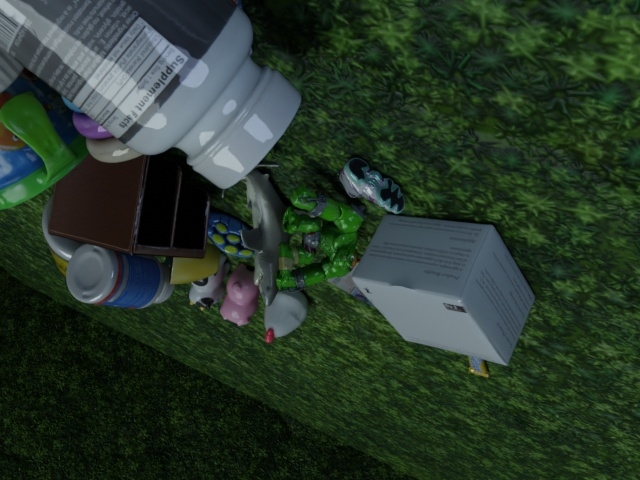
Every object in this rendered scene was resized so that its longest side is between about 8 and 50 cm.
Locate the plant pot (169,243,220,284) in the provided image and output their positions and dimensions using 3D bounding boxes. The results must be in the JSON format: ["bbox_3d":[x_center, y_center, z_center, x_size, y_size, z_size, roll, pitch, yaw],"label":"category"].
[{"bbox_3d":[-0.261,0.029,1.451,0.095,0.134,0.134,6,163,-14],"label":"plant pot"}]

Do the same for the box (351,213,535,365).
[{"bbox_3d":[0.175,0.067,0.975,0.180,0.119,0.182,9,150,43],"label":"box"}]

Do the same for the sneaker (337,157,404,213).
[{"bbox_3d":[0.065,-0.068,0.934,0.098,0.038,0.069,42,158,-7],"label":"sneaker"}]

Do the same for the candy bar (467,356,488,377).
[{"bbox_3d":[0.289,0.218,1.301,0.040,0.018,0.161,17,156,28],"label":"candy bar"}]

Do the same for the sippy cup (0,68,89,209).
[{"bbox_3d":[-0.519,-0.207,1.130,0.305,0.240,0.224,-14,126,26],"label":"sippy cup"}]

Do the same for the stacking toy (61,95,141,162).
[{"bbox_3d":[-0.291,-0.255,0.804,0.141,0.141,0.330,10,140,40],"label":"stacking toy"}]

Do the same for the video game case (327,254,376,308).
[{"bbox_3d":[0.091,0.080,1.242,0.143,0.019,0.157,29,157,0],"label":"video game case"}]

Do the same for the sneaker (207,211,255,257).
[{"bbox_3d":[-0.203,-0.022,1.344,0.188,0.067,0.078,22,178,14],"label":"sneaker"}]

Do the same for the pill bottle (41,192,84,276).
[{"bbox_3d":[-0.528,0.001,1.609,0.187,0.188,0.334,31,158,-3],"label":"pill bottle"}]

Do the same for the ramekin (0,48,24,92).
[{"bbox_3d":[-0.498,-0.284,0.944,0.207,0.207,0.109,24,167,14],"label":"ramekin"}]

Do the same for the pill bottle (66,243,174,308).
[{"bbox_3d":[-0.401,0.077,1.432,0.124,0.124,0.221,18,178,27],"label":"pill bottle"}]

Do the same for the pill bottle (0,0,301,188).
[{"bbox_3d":[-0.177,-0.195,0.663,0.318,0.176,0.176,39,156,-21],"label":"pill bottle"}]

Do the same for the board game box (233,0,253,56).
[{"bbox_3d":[-0.152,-0.278,0.742,0.136,0.035,0.201,24,158,14],"label":"board game box"}]

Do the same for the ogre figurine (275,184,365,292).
[{"bbox_3d":[0.000,0.000,1.039,0.118,0.197,0.097,-2,-156,-15],"label":"ogre figurine"}]

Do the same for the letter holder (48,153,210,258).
[{"bbox_3d":[-0.348,-0.094,1.270,0.301,0.215,0.152,9,-178,43],"label":"letter holder"}]

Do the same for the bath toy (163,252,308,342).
[{"bbox_3d":[-0.195,0.123,1.547,0.348,0.129,0.151,22,157,17],"label":"bath toy"}]

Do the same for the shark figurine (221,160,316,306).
[{"bbox_3d":[-0.068,-0.047,1.102,0.116,0.166,0.278,-1,133,7],"label":"shark figurine"}]
